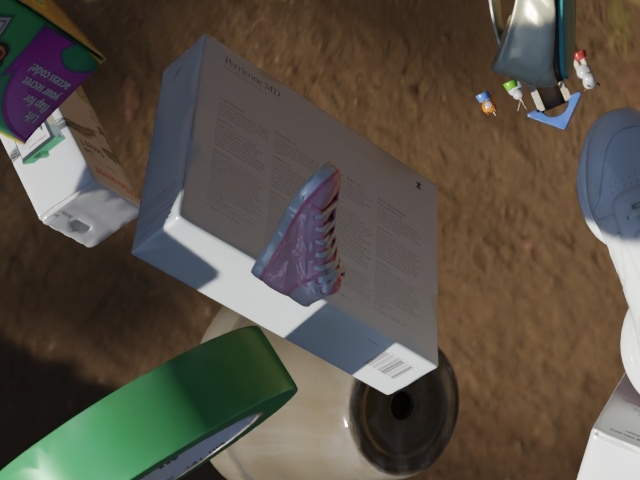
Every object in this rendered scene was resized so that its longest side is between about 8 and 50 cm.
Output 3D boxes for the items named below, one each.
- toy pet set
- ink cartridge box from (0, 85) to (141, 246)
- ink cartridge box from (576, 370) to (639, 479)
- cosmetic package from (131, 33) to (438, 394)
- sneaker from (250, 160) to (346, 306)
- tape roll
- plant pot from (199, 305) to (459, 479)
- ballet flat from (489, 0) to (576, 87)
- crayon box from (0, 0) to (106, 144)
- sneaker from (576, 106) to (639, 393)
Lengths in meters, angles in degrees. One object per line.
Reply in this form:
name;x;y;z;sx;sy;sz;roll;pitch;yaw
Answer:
toy pet set;0.238;-0.145;1.560;0.122;0.114;0.065;-22;88;11
ink cartridge box;-0.331;-0.118;1.873;0.092;0.160;0.219;-32;71;7
ink cartridge box;0.356;0.233;1.562;0.114;0.273;0.198;21;121;19
cosmetic package;-0.026;-0.028;1.698;0.377;0.284;0.097;31;135;-28
sneaker;0.000;0.000;1.168;0.070;0.051;0.134;39;130;9
tape roll;-0.175;0.200;1.427;0.321;0.321;0.077;-37;81;20
plant pot;0.028;0.211;1.995;0.323;0.280;0.323;-2;93;-34
ballet flat;0.183;-0.253;1.241;0.086;0.086;0.248;5;107;3
crayon box;-0.344;-0.241;0.981;0.106;0.363;0.313;-46;70;5
sneaker;0.340;0.017;1.399;0.114;0.152;0.305;-20;98;-14
